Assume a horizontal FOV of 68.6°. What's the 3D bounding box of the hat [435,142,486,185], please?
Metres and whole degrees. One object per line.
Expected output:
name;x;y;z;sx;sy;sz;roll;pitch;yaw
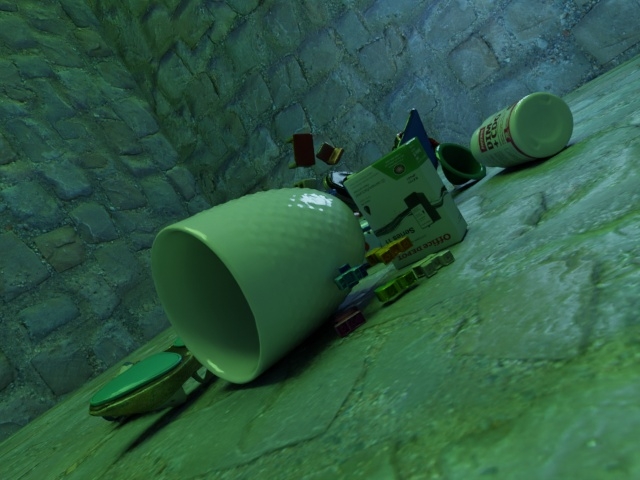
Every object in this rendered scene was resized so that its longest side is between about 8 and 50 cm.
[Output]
hat;0.434;-0.201;1.563;0.208;0.173;0.184;3;-40;-22

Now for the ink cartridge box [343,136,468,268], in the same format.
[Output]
ink cartridge box;0.168;-0.069;0.914;0.153;0.209;0.087;-29;7;32

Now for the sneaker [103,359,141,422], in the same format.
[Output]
sneaker;-0.415;0.347;1.038;0.131;0.112;0.296;-54;14;-32

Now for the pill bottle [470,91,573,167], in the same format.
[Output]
pill bottle;0.526;-0.283;1.268;0.160;0.160;0.283;-31;3;-4

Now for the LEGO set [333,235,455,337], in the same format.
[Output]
LEGO set;0.093;0.056;0.773;0.227;0.087;0.093;-31;4;-14

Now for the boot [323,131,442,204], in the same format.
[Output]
boot;0.223;-0.250;1.633;0.284;0.377;0.138;118;156;-44

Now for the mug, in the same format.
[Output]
mug;-0.094;0.080;0.871;0.328;0.276;0.374;-30;-29;-42

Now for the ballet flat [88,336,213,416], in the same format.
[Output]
ballet flat;-0.272;0.249;0.915;0.123;0.123;0.348;-28;8;41

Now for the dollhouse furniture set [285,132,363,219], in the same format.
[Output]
dollhouse furniture set;0.024;-0.159;1.501;0.201;0.375;0.152;-7;3;-21

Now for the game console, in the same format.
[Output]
game console;0.217;-0.198;1.387;0.250;0.174;0.293;-19;-34;18

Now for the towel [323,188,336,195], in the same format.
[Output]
towel;0.000;0.000;1.296;0.034;0.285;0.209;14;9;4

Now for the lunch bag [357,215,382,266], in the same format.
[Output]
lunch bag;0.139;-0.020;1.253;0.243;0.115;0.303;-28;5;6

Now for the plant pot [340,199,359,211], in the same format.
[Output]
plant pot;0.018;-0.078;1.711;0.165;0.166;0.234;9;6;26
